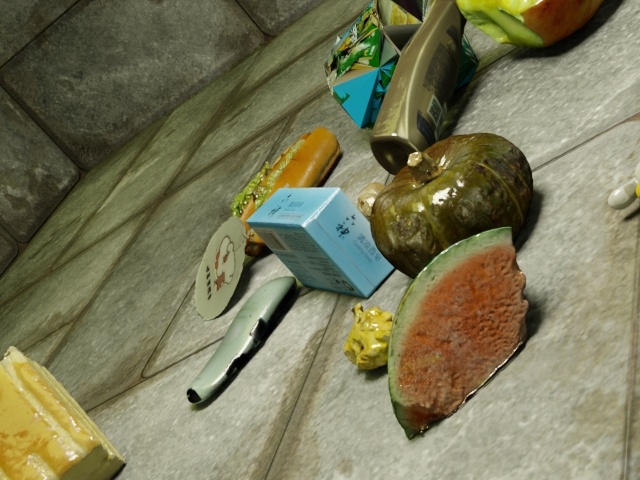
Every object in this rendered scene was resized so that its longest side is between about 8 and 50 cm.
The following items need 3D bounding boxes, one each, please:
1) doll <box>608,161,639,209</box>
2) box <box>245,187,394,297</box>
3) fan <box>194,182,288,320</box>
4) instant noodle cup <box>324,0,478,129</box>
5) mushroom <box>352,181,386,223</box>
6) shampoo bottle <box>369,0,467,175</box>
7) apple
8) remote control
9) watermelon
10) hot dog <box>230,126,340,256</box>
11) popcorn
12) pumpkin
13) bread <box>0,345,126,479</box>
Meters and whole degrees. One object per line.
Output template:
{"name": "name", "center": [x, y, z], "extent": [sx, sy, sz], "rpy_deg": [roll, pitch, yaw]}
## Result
{"name": "doll", "center": [0.363, -0.075, 1.199], "extent": [0.135, 0.071, 0.113], "rpy_deg": [-36, 10, 30]}
{"name": "box", "center": [0.000, 0.000, 1.633], "extent": [0.083, 0.142, 0.232], "rpy_deg": [-46, 18, -17]}
{"name": "fan", "center": [-0.136, 0.008, 1.926], "extent": [0.329, 0.009, 0.191], "rpy_deg": [-49, 33, 35]}
{"name": "instant noodle cup", "center": [0.132, -0.321, 2.016], "extent": [0.178, 0.240, 0.240], "rpy_deg": [-39, 15, 41]}
{"name": "mushroom", "center": [0.042, -0.035, 1.787], "extent": [0.202, 0.054, 0.059], "rpy_deg": [-26, 24, 51]}
{"name": "shampoo bottle", "center": [0.173, -0.267, 1.828], "extent": [0.084, 0.125, 0.350], "rpy_deg": [-1, 55, 33]}
{"name": "apple", "center": [0.324, -0.415, 1.784], "extent": [0.246, 0.246, 0.226], "rpy_deg": [-55, 7, -35]}
{"name": "remote control", "center": [-0.119, 0.143, 1.704], "extent": [0.097, 0.045, 0.256], "rpy_deg": [-18, 31, 55]}
{"name": "watermelon", "center": [0.136, 0.090, 1.235], "extent": [0.231, 0.128, 0.146], "rpy_deg": [-44, 0, -1]}
{"name": "hot dog", "center": [-0.072, -0.095, 2.070], "extent": [0.135, 0.100, 0.337], "rpy_deg": [-23, 25, 42]}
{"name": "popcorn", "center": [0.073, 0.116, 1.366], "extent": [0.084, 0.084, 0.084], "rpy_deg": [-37, 18, 14]}
{"name": "pumpkin", "center": [0.152, -0.046, 1.407], "extent": [0.219, 0.162, 0.219], "rpy_deg": [-32, 22, 15]}
{"name": "bread", "center": [-0.461, 0.322, 1.688], "extent": [0.239, 0.111, 0.246], "rpy_deg": [-44, 58, -8]}
